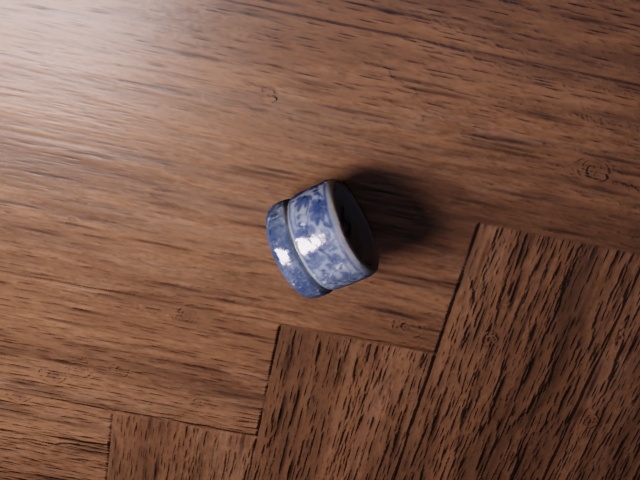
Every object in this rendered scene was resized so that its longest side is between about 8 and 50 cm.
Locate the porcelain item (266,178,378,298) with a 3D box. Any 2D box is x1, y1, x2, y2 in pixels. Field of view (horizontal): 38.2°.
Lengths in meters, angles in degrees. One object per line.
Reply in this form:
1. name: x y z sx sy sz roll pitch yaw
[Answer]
1. porcelain item: 0.000 0.000 1.272 0.114 0.147 0.147 -23 118 17
